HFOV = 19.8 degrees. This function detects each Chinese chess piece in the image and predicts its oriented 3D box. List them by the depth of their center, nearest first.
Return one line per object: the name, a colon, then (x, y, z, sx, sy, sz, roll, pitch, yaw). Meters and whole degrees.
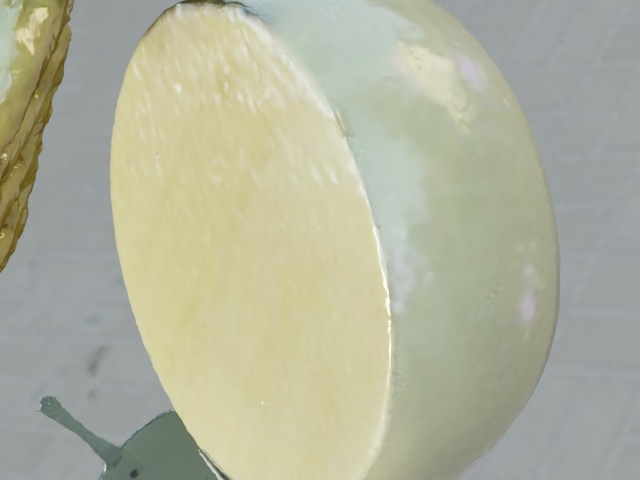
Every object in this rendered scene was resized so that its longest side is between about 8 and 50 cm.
Chinese chess piece: (0.000, 0.000, 0.831, 0.097, 0.250, 0.251, -15, 17, -33)

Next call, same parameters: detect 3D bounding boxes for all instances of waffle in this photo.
waffle: (-0.099, 0.023, 0.413, 0.191, 0.032, 0.125, -75, 8, -45)

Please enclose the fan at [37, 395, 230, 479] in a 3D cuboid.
fan: (-0.094, 0.124, 0.959, 0.005, 0.175, 0.113, 29, 77, 43)
